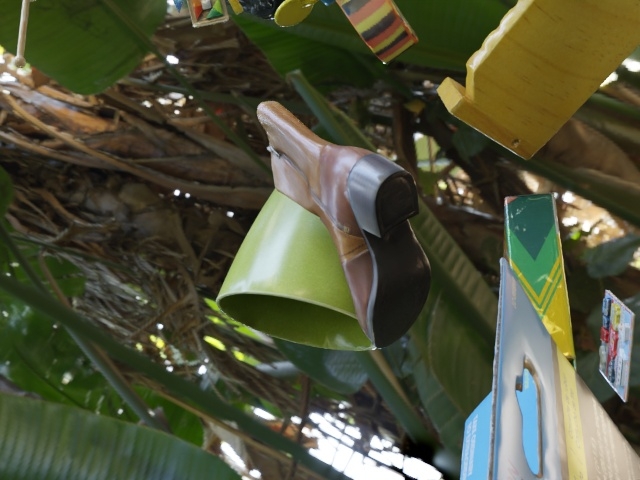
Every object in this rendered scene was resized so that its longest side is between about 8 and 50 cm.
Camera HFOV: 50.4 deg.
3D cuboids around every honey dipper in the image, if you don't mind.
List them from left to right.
[{"bbox_3d":[-0.443,-0.327,1.014,0.030,0.030,0.160,30,-126,-59],"label":"honey dipper"}]

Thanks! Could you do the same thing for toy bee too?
[{"bbox_3d":[0.001,-0.343,0.818,0.195,0.298,0.162,-56,-4,19],"label":"toy bee"}]

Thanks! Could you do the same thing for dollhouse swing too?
[{"bbox_3d":[0.345,-0.376,1.138,0.315,0.305,0.347,19,-59,-39],"label":"dollhouse swing"}]

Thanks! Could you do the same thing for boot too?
[{"bbox_3d":[0.009,-0.022,0.877,0.096,0.280,0.264,-32,-51,-21],"label":"boot"}]

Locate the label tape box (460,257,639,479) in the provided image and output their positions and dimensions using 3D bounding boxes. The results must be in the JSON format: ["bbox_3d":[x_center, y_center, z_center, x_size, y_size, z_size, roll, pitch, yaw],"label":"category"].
[{"bbox_3d":[0.154,0.213,0.422,0.333,0.106,0.240,52,-151,-13],"label":"label tape box"}]

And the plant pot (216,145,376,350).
[{"bbox_3d":[0.000,0.000,1.124,0.275,0.275,0.293,49,-130,-56],"label":"plant pot"}]

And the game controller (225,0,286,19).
[{"bbox_3d":[-0.189,-0.561,1.344,0.067,0.319,0.166,-23,-43,-64],"label":"game controller"}]

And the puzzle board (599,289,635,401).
[{"bbox_3d":[0.411,0.145,0.950,0.096,0.011,0.128,-79,-13,-74],"label":"puzzle board"}]

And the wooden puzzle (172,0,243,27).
[{"bbox_3d":[-0.205,-0.429,1.230,0.014,0.116,0.078,-117,7,-80],"label":"wooden puzzle"}]

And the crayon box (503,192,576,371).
[{"bbox_3d":[0.336,0.113,1.063,0.202,0.081,0.318,66,-157,-58],"label":"crayon box"}]
